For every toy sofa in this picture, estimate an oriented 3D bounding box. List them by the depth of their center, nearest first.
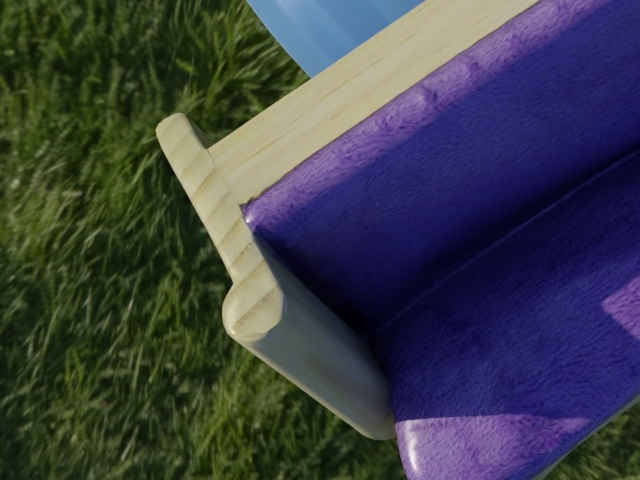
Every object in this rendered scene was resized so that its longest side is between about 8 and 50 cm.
[{"bbox_3d":[0.133,-0.052,0.523,0.362,0.150,0.177,-34,57,6],"label":"toy sofa"}]

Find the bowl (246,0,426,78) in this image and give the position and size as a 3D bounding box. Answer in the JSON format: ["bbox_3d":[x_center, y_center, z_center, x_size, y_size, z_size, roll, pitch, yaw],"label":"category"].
[{"bbox_3d":[0.112,-0.175,0.741,0.391,0.391,0.077,35,129,-8],"label":"bowl"}]
